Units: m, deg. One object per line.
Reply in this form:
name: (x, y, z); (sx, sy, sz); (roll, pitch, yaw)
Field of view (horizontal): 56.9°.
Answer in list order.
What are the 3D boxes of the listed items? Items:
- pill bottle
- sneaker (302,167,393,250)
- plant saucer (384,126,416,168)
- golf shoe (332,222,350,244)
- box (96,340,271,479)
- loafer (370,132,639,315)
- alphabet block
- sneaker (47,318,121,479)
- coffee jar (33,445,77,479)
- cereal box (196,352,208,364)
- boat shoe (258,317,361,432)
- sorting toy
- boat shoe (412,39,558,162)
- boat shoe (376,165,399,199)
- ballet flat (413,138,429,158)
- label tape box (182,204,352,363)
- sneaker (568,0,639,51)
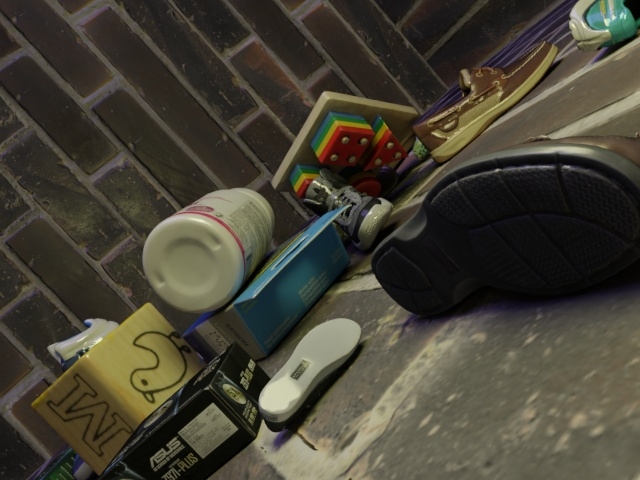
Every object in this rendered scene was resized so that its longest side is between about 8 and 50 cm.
pill bottle: (-0.175, 0.001, 1.022); (0.160, 0.160, 0.283); (-40, 6, 17)
sneaker: (0.043, -0.063, 1.113); (0.101, 0.153, 0.268); (-59, 2, 4)
plant saucer: (0.177, -0.189, 1.610); (0.277, 0.041, 0.278); (-52, -3, -4)
golf shoe: (0.025, -0.001, 1.337); (0.176, 0.069, 0.086); (-45, 0, -41)
box: (-0.154, 0.224, 0.702); (0.180, 0.077, 0.147); (-41, 5, 9)
loafer: (0.134, -0.017, 0.446); (0.095, 0.109, 0.302); (-40, 1, -24)
alphabet block: (-0.330, 0.263, 1.020); (0.193, 0.197, 0.192); (-39, 6, 27)
sneaker: (-0.515, 0.330, 1.295); (0.322, 0.236, 0.130); (-62, 2, -23)
coffee jar: (-0.570, 0.517, 1.349); (0.096, 0.079, 0.184); (-40, 6, 44)
cereal box: (-0.292, 0.298, 1.275); (0.240, 0.047, 0.173); (-42, 5, 8)
boat shoe: (-0.010, 0.132, 0.591); (0.142, 0.049, 0.040); (-40, -36, -36)
sorting toy: (0.066, -0.175, 1.272); (0.256, 0.089, 0.257); (0, -41, -37)
boat shoe: (0.342, -0.316, 1.248); (0.342, 0.123, 0.123); (-41, 5, 8)
boat shoe: (0.115, -0.108, 1.476); (0.224, 0.080, 0.074); (-38, -25, 32)
ballet flat: (0.318, -0.285, 1.536); (0.188, 0.070, 0.070); (-47, 6, -13)
label tape box: (-0.076, 0.094, 1.042); (0.249, 0.115, 0.348); (-46, 9, -33)
sneaker: (0.513, -0.394, 0.939); (0.275, 0.107, 0.110); (-49, 26, -19)
